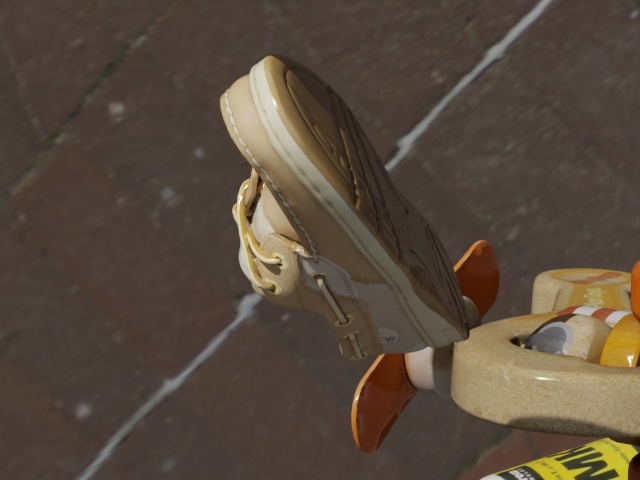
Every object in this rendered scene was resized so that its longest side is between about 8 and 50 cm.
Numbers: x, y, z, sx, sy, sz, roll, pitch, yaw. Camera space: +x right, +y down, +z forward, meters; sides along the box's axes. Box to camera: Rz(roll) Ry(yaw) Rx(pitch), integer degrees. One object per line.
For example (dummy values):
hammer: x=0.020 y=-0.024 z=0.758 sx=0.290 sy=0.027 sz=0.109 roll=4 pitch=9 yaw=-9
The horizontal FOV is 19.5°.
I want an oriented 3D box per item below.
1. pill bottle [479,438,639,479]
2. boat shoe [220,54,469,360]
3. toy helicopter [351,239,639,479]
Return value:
pill bottle: x=0.187 y=0.229 z=1.461 sx=0.119 sy=0.208 sz=0.119 roll=165 pitch=90 yaw=-71
boat shoe: x=0.000 y=0.000 z=0.637 sx=0.059 sy=0.170 sz=0.063 roll=-23 pitch=54 yaw=12
toy helicopter: x=0.148 y=0.064 z=1.125 sx=0.235 sy=0.355 sz=0.140 roll=0 pitch=98 yaw=8
